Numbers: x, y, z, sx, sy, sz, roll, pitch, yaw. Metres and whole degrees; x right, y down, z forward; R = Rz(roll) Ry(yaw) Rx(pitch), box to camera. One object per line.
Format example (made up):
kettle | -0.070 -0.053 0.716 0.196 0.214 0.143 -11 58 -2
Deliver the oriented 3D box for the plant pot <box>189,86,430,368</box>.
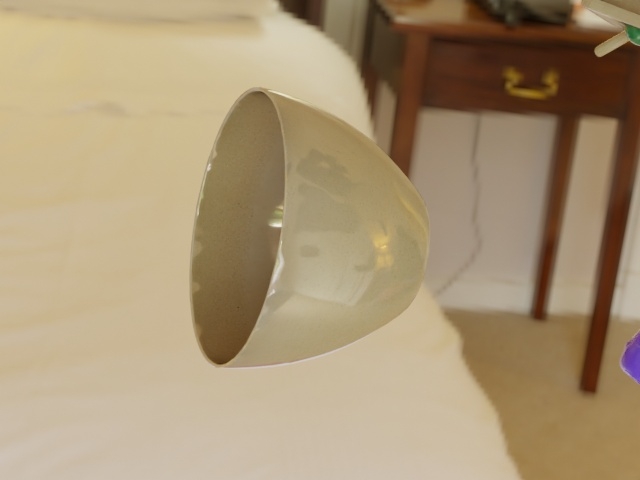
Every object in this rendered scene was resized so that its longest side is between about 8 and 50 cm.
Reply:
plant pot | 0.000 0.000 1.687 0.191 0.284 0.284 9 20 -20

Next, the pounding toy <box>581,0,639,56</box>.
pounding toy | 0.316 -0.229 1.541 0.130 0.141 0.100 29 8 37

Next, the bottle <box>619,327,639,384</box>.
bottle | 0.451 0.061 1.790 0.118 0.283 0.092 40 2 8
